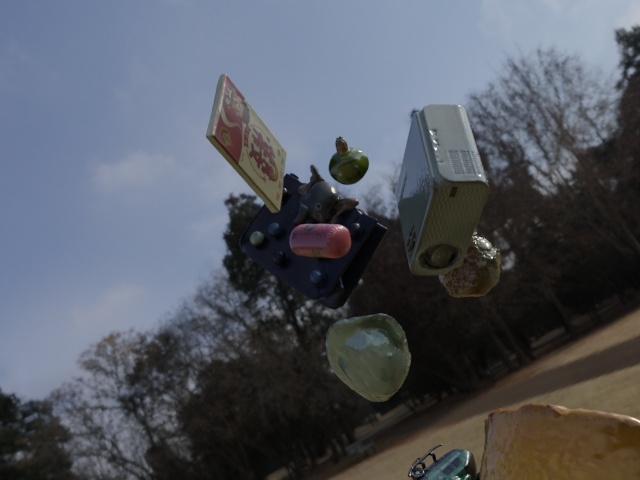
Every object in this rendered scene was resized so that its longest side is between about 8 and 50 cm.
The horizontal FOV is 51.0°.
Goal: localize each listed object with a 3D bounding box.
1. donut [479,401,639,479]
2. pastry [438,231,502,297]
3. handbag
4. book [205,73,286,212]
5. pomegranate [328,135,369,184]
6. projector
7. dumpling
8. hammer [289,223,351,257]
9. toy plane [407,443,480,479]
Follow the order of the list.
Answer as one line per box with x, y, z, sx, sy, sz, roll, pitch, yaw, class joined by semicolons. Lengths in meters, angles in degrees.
0.296;0.275;0.661;0.110;0.302;0.303;-63;0;-27;donut
0.333;0.059;1.507;0.081;0.153;0.153;14;-44;-45;pastry
-0.019;-0.022;1.550;0.118;0.325;0.269;35;-95;-50;handbag
-0.133;-0.180;1.271;0.022;0.162;0.232;-13;-39;25;book
0.044;-0.139;1.192;0.073;0.084;0.073;-43;7;7;pomegranate
0.215;-0.086;1.210;0.108;0.198;0.251;0;-40;-6;projector
0.096;0.204;1.217;0.108;0.152;0.219;-27;-39;-41;dumpling
0.000;0.000;0.770;0.043;0.043;0.083;-19;12;-37;hammer
0.260;0.587;1.526;0.381;0.107;0.155;-29;23;-31;toy plane
